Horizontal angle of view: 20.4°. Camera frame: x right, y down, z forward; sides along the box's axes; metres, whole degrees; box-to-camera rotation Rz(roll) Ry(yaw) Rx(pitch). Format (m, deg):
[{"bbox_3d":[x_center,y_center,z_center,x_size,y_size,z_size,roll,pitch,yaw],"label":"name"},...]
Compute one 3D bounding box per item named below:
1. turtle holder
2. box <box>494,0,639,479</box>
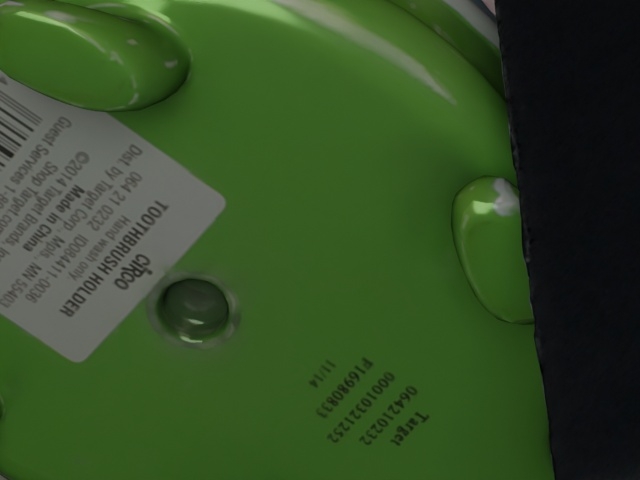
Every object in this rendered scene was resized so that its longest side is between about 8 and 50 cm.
[{"bbox_3d":[-0.003,-0.017,0.641,0.320,0.243,0.227,9,34,-1],"label":"turtle holder"},{"bbox_3d":[0.279,0.021,0.573,0.395,0.293,0.212,40,38,-46],"label":"box"}]
